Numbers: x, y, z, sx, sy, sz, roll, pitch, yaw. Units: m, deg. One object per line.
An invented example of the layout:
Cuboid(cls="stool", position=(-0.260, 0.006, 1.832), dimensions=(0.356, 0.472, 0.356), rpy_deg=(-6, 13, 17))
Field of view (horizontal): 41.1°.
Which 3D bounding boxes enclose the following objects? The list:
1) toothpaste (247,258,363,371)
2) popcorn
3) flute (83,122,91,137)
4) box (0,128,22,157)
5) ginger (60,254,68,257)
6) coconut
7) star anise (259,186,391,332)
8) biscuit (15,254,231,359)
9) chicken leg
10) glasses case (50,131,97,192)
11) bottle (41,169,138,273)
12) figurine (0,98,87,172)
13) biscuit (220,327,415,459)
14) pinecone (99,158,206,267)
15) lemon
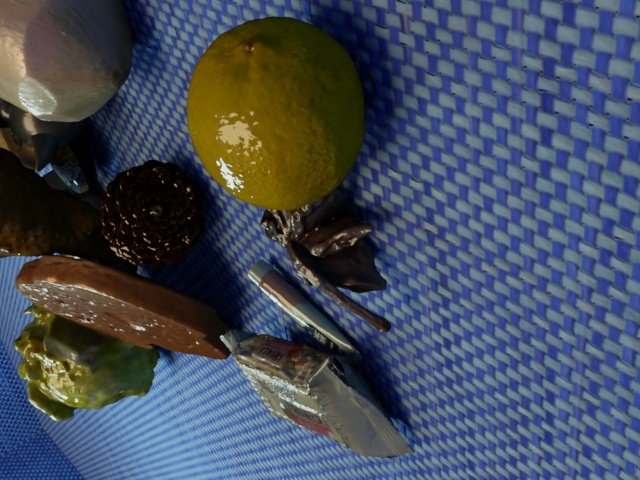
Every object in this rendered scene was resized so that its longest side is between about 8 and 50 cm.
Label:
Cuboid(cls="toothpaste", position=(-0.019, 0.103, 1.176), dimensions=(0.205, 0.036, 0.056), rpy_deg=(41, 155, 19))
Cuboid(cls="popcorn", position=(-0.491, 0.224, 1.802), dimensions=(0.312, 0.312, 0.312), rpy_deg=(39, 146, 32))
Cuboid(cls="flute", position=(-0.435, -0.293, 1.465), dimensions=(0.014, 0.014, 0.270), rpy_deg=(32, 143, 39))
Cuboid(cls="box", position=(-0.710, -0.319, 1.813), dimensions=(0.174, 0.076, 0.274), rpy_deg=(21, 135, 50))
Cuboid(cls="ginger", position=(-0.537, 0.022, 1.882), dimensions=(0.148, 0.081, 0.334), rpy_deg=(53, 155, 43))
Cuboid(cls="coconut", position=(-0.362, -0.269, 1.173), dimensions=(0.233, 0.224, 0.224), rpy_deg=(17, 139, 11))
Cuboid(cls="star anise", position=(0.000, 0.001, 0.984), dimensions=(0.231, 0.089, 0.209), rpy_deg=(51, 161, 38))
Cuboid(cls="biscuit", position=(-0.338, 0.111, 1.457), dimensions=(0.455, 0.078, 0.349), rpy_deg=(0, 158, 45))
Cuboid(cls="chicken leg", position=(-0.503, -0.062, 1.502), dimensions=(0.295, 0.409, 0.182), rpy_deg=(39, 109, 62))
Cuboid(cls="glasses case", position=(-0.501, -0.232, 1.551), dimensions=(0.321, 0.082, 0.122), rpy_deg=(59, 164, 3))
Cuboid(cls="bottle", position=(-0.450, -0.017, 1.655), dimensions=(0.253, 0.120, 0.120), rpy_deg=(53, 151, 9))
Cuboid(cls="figurine", position=(-0.482, -0.197, 1.391), dimensions=(0.140, 0.193, 0.265), rpy_deg=(47, 148, -23))
Cuboid(cls="biscuit", position=(-0.017, 0.208, 1.212), dimensions=(0.309, 0.079, 0.186), rpy_deg=(9, 138, 56))
Cuboid(cls="pinecone", position=(-0.255, -0.034, 1.301), dimensions=(0.163, 0.162, 0.165), rpy_deg=(56, 165, 4))
Cuboid(cls="lemon", position=(-0.041, -0.121, 0.841), dimensions=(0.178, 0.178, 0.203), rpy_deg=(40, 160, 30))
